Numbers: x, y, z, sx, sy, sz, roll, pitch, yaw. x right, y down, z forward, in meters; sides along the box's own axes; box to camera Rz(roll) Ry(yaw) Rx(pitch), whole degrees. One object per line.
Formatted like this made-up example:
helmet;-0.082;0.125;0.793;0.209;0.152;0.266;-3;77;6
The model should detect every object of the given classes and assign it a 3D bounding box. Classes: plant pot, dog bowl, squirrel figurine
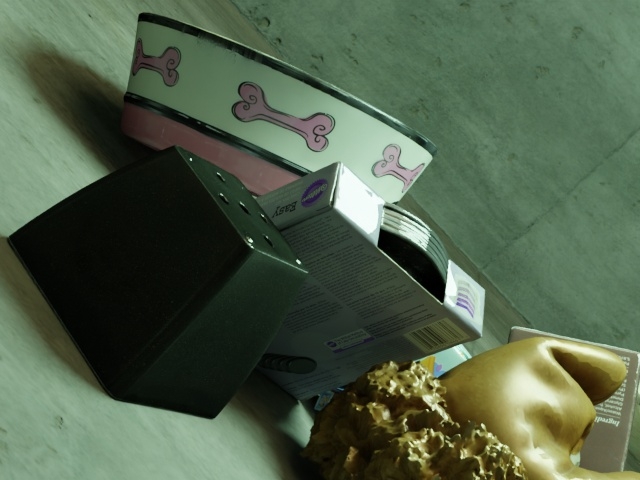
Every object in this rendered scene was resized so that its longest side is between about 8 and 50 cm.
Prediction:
plant pot;-0.125;0.027;1.307;0.187;0.167;0.188;53;11;25
dog bowl;-0.068;-0.131;1.834;0.408;0.150;0.408;24;0;0
squirrel figurine;0.174;0.297;1.432;0.397;0.281;0.370;21;35;-37

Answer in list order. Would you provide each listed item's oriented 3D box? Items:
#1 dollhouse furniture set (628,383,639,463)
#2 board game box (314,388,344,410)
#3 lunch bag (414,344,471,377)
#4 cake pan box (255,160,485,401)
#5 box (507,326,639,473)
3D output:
dollhouse furniture set;0.426;0.331;2.068;0.198;0.286;0.303;51;22;18
board game box;0.061;0.205;1.649;0.168;0.033;0.133;14;-16;27
lunch bag;0.078;0.120;1.819;0.279;0.108;0.224;49;-9;-3
cake pan box;0.000;0.049;1.493;0.246;0.267;0.070;38;45;-33
box;0.290;0.242;1.807;0.167;0.203;0.168;12;-30;9
